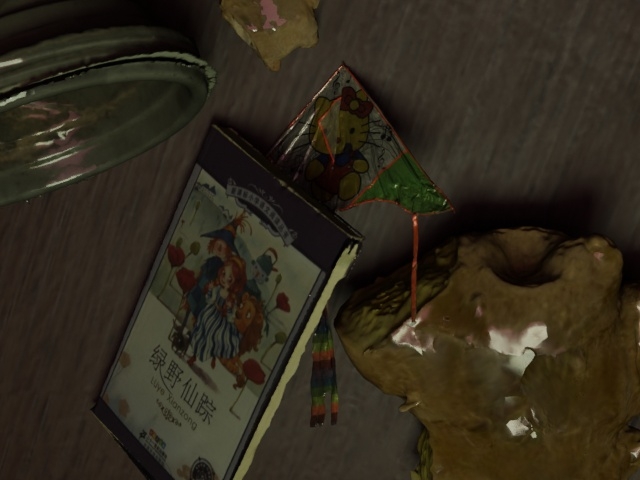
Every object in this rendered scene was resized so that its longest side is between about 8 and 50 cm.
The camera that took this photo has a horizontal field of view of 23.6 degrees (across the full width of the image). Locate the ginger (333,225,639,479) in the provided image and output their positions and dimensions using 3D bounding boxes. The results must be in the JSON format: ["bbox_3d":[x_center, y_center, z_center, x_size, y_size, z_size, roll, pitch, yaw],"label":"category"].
[{"bbox_3d":[0.147,0.113,1.022,0.218,0.123,0.270,-28,112,12],"label":"ginger"}]

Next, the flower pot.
[{"bbox_3d":[-0.193,-0.113,0.953,0.235,0.235,0.141,-25,78,10],"label":"flower pot"}]

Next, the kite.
[{"bbox_3d":[0.000,0.000,0.999,0.198,0.006,0.244,-4,74,33],"label":"kite"}]

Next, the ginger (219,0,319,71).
[{"bbox_3d":[-0.064,-0.189,0.992,0.173,0.051,0.069,45,98,-3],"label":"ginger"}]

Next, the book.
[{"bbox_3d":[-0.071,0.058,1.016,0.157,0.026,0.231,39,111,40],"label":"book"}]
